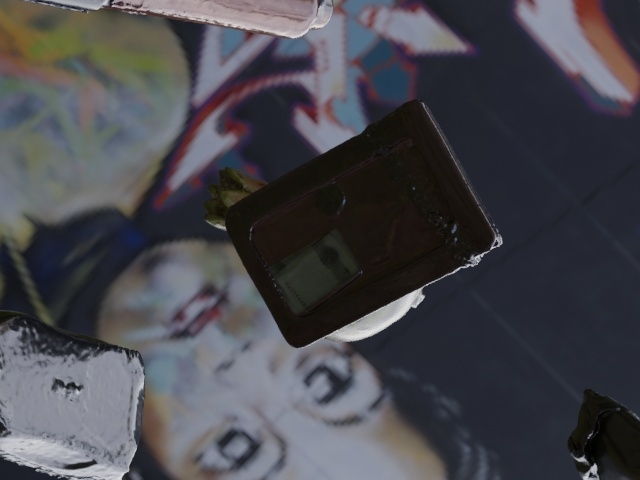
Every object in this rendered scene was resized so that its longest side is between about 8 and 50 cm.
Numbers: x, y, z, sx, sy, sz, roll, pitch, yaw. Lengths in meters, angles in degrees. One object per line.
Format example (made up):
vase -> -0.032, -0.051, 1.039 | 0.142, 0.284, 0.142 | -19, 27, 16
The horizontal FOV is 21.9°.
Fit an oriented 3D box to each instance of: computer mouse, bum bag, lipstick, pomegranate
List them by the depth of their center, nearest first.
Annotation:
bum bag -> 0.024, -0.008, 1.048 | 0.159, 0.109, 0.026 | -28, 179, 20
bum bag -> 0.221, 0.165, 1.101 | 0.049, 0.087, 0.197 | -16, -154, -20
computer mouse -> -0.227, 0.126, 1.357 | 0.073, 0.217, 0.122 | -6, -112, 37
pomegranate -> 0.000, 0.000, 1.388 | 0.159, 0.205, 0.159 | -56, -162, 29
lipstick -> -0.159, -0.234, 1.489 | 0.418, 0.077, 0.077 | 3, 155, -40
